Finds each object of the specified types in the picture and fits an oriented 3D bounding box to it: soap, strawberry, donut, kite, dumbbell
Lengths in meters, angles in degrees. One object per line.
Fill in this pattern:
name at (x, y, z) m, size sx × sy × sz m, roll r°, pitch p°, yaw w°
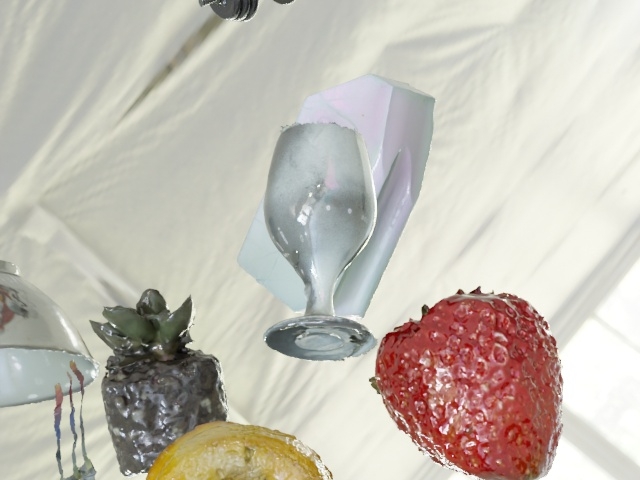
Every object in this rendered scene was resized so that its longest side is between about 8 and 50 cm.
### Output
soap at (0.031, -0.074, 1.759) m, size 0.115 × 0.208 × 0.347 m, roll 11°, pitch -71°, yaw -44°
strawberry at (0.215, 0.205, 1.625) m, size 0.257 × 0.277 × 0.257 m, roll -17°, pitch -33°, yaw -12°
donut at (-0.097, 0.339, 1.482) m, size 0.253 × 0.253 × 0.118 m, roll -50°, pitch -5°, yaw -3°
kite at (-0.254, 0.249, 1.272) m, size 0.015 × 0.245 × 0.141 m, roll 6°, pitch -31°, yaw -31°
dumbbell at (-0.090, -0.374, 1.763) m, size 0.208 × 0.099 × 0.099 m, roll -29°, pitch -30°, yaw -33°

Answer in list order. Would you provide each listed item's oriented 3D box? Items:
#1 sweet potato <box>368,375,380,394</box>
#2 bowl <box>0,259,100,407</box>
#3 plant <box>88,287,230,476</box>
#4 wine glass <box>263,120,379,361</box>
sweet potato at (0.207, 0.179, 1.933) m, size 0.310 × 0.124 × 0.098 m, roll -5°, pitch -70°, yaw -24°
bowl at (-0.464, 0.116, 1.615) m, size 0.337 × 0.158 × 0.337 m, roll -7°, pitch -18°, yaw -2°
plant at (-0.274, 0.242, 2.115) m, size 0.215 × 0.312 × 0.213 m, roll -13°, pitch -11°, yaw -8°
wine glass at (0.000, 0.000, 1.304) m, size 0.126 × 0.126 × 0.241 m, roll 77°, pitch -167°, yaw -63°
